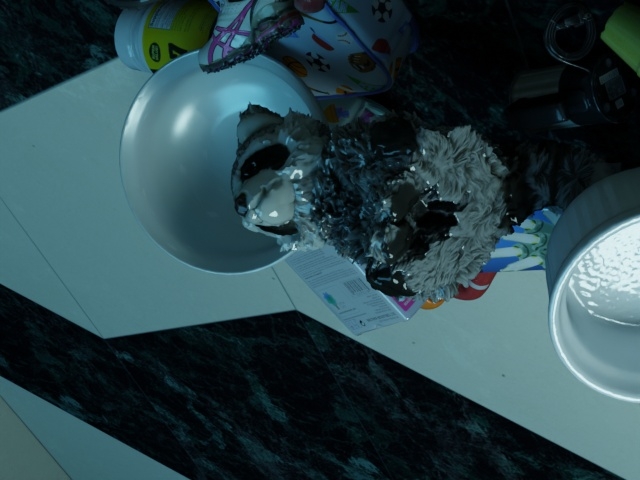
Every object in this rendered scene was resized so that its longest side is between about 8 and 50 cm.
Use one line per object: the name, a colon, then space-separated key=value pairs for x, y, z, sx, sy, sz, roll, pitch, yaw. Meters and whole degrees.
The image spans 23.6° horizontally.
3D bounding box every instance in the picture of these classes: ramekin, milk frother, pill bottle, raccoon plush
ramekin: x=0.396 y=0.045 z=1.804 sx=0.277 sy=0.135 sz=0.277 roll=-1 pitch=122 yaw=-2
milk frother: x=0.283 y=-0.202 z=1.817 sx=0.135 sy=0.129 sz=0.143 roll=-5 pitch=92 yaw=50
pill bottle: x=-0.177 y=-0.276 z=2.124 sx=0.208 sy=0.119 sz=0.119 roll=11 pitch=146 yaw=36
raccoon plush: x=0.099 y=-0.054 z=1.875 sx=0.446 sy=0.216 sz=0.299 roll=7 pitch=-171 yaw=-41

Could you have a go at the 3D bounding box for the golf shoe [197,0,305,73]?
golf shoe: x=-0.094 y=-0.265 z=1.865 sx=0.186 sy=0.067 sz=0.086 roll=-26 pitch=89 yaw=47

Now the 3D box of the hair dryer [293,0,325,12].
hair dryer: x=0.064 y=-0.347 z=1.699 sx=0.293 sy=0.080 sz=0.223 roll=-32 pitch=114 yaw=35

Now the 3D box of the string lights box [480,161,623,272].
string lights box: x=0.275 y=-0.027 z=2.025 sx=0.260 sy=0.077 sz=0.133 roll=-4 pitch=141 yaw=18

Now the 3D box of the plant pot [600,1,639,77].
plant pot: x=0.359 y=-0.226 z=1.710 sx=0.079 sy=0.083 sz=0.083 roll=39 pitch=155 yaw=16

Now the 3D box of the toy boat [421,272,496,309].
toy boat: x=0.178 y=0.035 z=2.233 sx=0.151 sy=0.151 sz=0.231 roll=28 pitch=153 yaw=7

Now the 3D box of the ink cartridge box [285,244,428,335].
ink cartridge box: x=0.000 y=0.000 z=2.197 sx=0.311 sy=0.065 sz=0.186 roll=45 pitch=156 yaw=-10

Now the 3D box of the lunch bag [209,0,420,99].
lunch bag: x=-0.034 y=-0.311 z=1.928 sx=0.243 sy=0.115 sz=0.303 roll=3 pitch=142 yaw=48

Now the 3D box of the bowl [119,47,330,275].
bowl: x=-0.104 y=-0.110 z=2.020 sx=0.298 sy=0.298 sz=0.134 roll=25 pitch=-165 yaw=13

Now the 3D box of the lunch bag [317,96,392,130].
lunch bag: x=-0.010 y=-0.138 z=2.189 sx=0.279 sy=0.108 sz=0.224 roll=24 pitch=157 yaw=21

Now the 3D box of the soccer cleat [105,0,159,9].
soccer cleat: x=-0.250 y=-0.384 z=1.908 sx=0.318 sy=0.108 sz=0.116 roll=-123 pitch=15 yaw=-55
